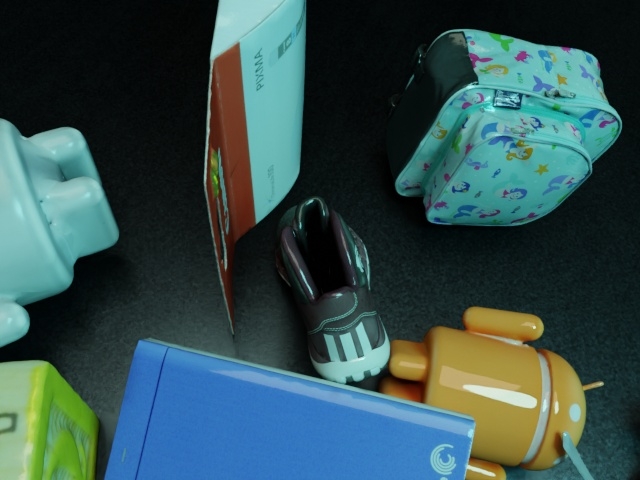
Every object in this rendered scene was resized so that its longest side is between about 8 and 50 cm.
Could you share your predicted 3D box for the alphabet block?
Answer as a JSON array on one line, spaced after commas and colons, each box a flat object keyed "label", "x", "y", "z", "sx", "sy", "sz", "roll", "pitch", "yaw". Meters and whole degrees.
[{"label": "alphabet block", "x": -0.314, "y": 0.226, "z": 0.518, "sx": 0.196, "sy": 0.192, "sz": 0.194, "roll": -4, "pitch": 61, "yaw": -6}]

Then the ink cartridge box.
[{"label": "ink cartridge box", "x": -0.060, "y": -0.129, "z": 0.684, "sx": 0.091, "sy": 0.308, "sz": 0.385, "roll": 1, "pitch": 59, "yaw": -3}]

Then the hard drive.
[{"label": "hard drive", "x": -0.038, "y": 0.230, "z": 0.565, "sx": 0.318, "sy": 0.040, "sz": 0.211, "roll": 12, "pitch": 86, "yaw": 6}]

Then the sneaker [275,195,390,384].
[{"label": "sneaker", "x": 0.000, "y": 0.000, "z": 0.652, "sx": 0.106, "sy": 0.163, "sz": 0.281, "roll": -20, "pitch": 38, "yaw": -5}]

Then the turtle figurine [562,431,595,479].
[{"label": "turtle figurine", "x": 0.354, "y": 0.271, "z": 0.539, "sx": 0.197, "sy": 0.274, "sz": 0.267, "roll": -20, "pitch": 65, "yaw": 15}]

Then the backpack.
[{"label": "backpack", "x": 0.233, "y": -0.131, "z": 0.763, "sx": 0.253, "sy": 0.225, "sz": 0.191, "roll": -3, "pitch": 62, "yaw": -18}]

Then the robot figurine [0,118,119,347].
[{"label": "robot figurine", "x": -0.404, "y": -0.003, "z": 0.641, "sx": 0.353, "sy": 0.200, "sz": 0.300, "roll": -20, "pitch": 61, "yaw": -16}]

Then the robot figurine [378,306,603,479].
[{"label": "robot figurine", "x": 0.172, "y": 0.160, "z": 0.633, "sx": 0.219, "sy": 0.128, "sz": 0.158, "roll": 12, "pitch": 59, "yaw": 3}]
